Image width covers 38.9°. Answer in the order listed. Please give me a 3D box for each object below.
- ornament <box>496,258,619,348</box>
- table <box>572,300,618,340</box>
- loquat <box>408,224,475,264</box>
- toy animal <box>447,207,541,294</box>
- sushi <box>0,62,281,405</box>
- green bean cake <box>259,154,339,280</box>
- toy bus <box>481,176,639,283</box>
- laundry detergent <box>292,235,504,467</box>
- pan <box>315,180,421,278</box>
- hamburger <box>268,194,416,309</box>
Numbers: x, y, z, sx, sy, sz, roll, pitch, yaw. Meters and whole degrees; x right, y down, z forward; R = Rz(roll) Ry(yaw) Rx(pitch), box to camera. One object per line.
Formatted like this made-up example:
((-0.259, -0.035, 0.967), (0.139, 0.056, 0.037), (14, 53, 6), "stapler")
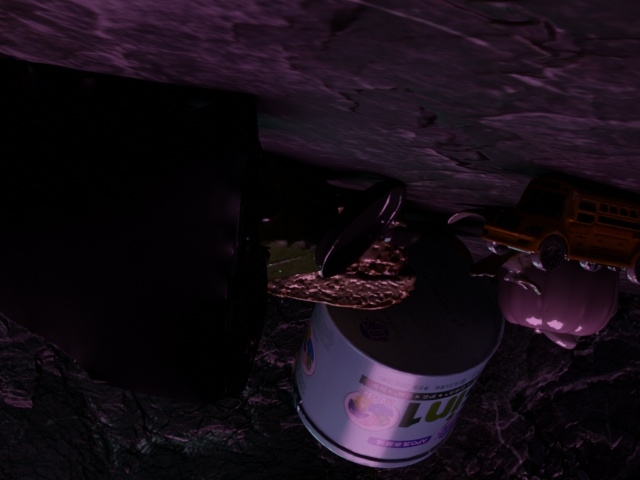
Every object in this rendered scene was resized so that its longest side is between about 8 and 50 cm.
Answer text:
((0.345, 0.074, 1.327), (0.178, 0.177, 0.177), (10, 178, 0), "ornament")
((0.443, 0.089, 1.617), (0.167, 0.166, 0.198), (10, 171, 22), "table")
((0.187, 0.086, 1.684), (0.244, 0.243, 0.244), (10, 178, 0), "loquat")
((0.241, 0.012, 1.052), (0.155, 0.095, 0.219), (16, 177, -25), "toy animal")
((-0.147, -0.005, 0.728), (0.227, 0.215, 0.212), (9, 179, 14), "sushi")
((-0.116, -0.015, 1.055), (0.248, 0.124, 0.222), (-12, 171, 22), "green bean cake")
((0.218, -0.010, 0.762), (0.162, 0.074, 0.069), (9, -173, -30), "toy bus")
((0.109, 0.189, 1.451), (0.287, 0.287, 0.305), (8, 134, -8), "laundry detergent")
((0.064, -0.012, 1.057), (0.028, 0.136, 0.235), (44, -165, 20), "pan")
((0.000, 0.000, 1.271), (0.245, 0.155, 0.282), (0, -166, -34), "hamburger")
